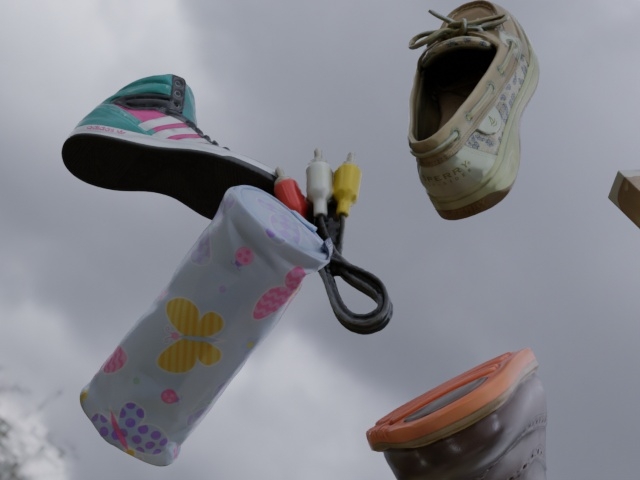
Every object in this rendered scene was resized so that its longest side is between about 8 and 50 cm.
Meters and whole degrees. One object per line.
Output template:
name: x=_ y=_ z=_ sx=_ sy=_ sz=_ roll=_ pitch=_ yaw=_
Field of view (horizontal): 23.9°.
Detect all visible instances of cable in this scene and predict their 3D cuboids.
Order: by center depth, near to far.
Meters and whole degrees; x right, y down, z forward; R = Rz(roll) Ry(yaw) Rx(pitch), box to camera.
cable: x=0.000 y=0.000 z=1.803 sx=0.287 sy=0.140 sz=0.072 roll=-104 pitch=180 yaw=-49

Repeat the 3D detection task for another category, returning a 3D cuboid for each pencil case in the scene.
pencil case: x=-0.108 y=0.078 z=1.397 sx=0.113 sy=0.273 sz=0.124 roll=37 pitch=10 yaw=1

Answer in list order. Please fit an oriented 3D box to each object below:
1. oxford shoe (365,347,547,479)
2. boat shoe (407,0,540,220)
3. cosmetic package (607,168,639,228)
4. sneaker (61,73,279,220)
oxford shoe: x=0.123 y=0.168 z=1.081 sx=0.132 sy=0.130 sz=0.363 roll=64 pitch=3 yaw=15
boat shoe: x=0.130 y=-0.140 z=1.340 sx=0.105 sy=0.285 sz=0.089 roll=-22 pitch=-56 yaw=23
cosmetic package: x=0.393 y=-0.037 z=1.760 sx=0.115 sy=0.060 sz=0.041 roll=52 pitch=-43 yaw=46
sneaker: x=-0.170 y=-0.125 z=1.971 sx=0.296 sy=0.178 sz=0.123 roll=16 pitch=-50 yaw=1
